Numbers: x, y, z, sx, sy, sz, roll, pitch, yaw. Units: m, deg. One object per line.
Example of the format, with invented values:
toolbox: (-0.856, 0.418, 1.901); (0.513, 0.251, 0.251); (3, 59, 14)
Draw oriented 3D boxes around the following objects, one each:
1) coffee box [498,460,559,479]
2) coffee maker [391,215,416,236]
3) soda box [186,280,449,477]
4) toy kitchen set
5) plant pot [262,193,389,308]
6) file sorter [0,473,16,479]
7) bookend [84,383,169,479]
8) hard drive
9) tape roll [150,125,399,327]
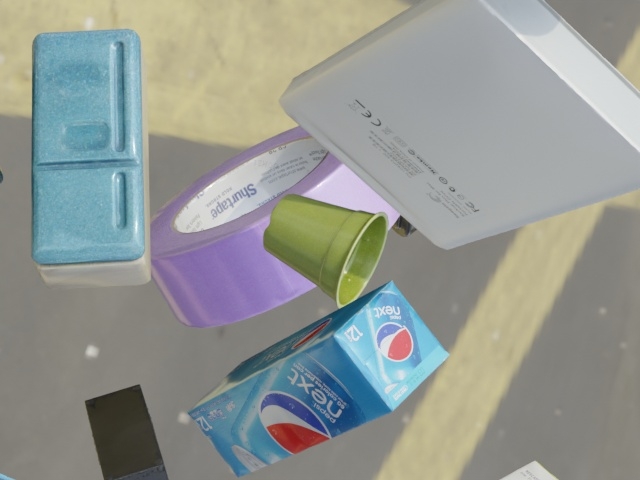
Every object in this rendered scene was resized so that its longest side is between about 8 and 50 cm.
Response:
coffee box: (0.231, 0.532, 1.762); (0.334, 0.338, 0.337); (-24, 131, -26)
coffee maker: (0.140, -0.086, 1.766); (0.178, 0.120, 0.171); (-33, 131, -15)
soda box: (-0.007, 0.103, 1.085); (0.067, 0.210, 0.071); (52, 52, -4)
toy kitchen set: (-0.188, -0.055, 0.684); (0.166, 0.207, 0.122); (91, -5, -71)
plant pot: (0.000, 0.000, 1.201); (0.083, 0.079, 0.083); (-54, 160, -30)
file sorter: (-0.299, 0.219, 1.178); (0.104, 0.170, 0.118); (33, 75, -33)
bookend: (-0.220, 0.287, 1.829); (0.072, 0.156, 0.157); (-16, 124, -8)
hard drive: (0.113, -0.091, 1.183); (0.203, 0.307, 0.040); (41, 65, -15)
tape roll: (-0.052, -0.024, 1.579); (0.275, 0.275, 0.090); (-46, 115, -44)
